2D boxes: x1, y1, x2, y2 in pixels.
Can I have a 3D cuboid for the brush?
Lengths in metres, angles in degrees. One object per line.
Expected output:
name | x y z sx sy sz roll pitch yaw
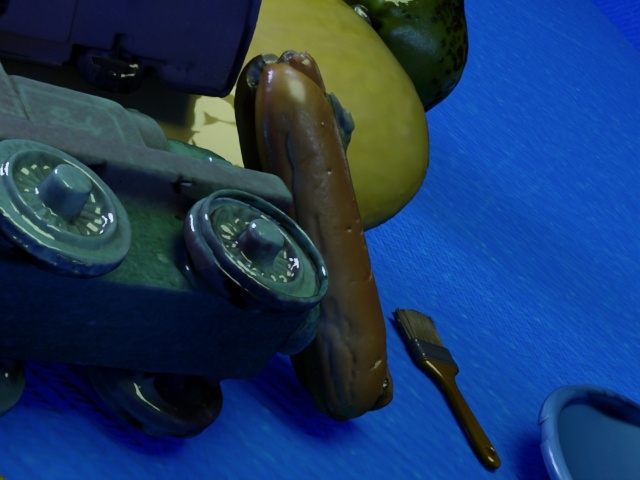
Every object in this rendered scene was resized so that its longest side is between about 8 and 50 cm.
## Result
brush | 0.100 0.113 1.088 0.043 0.014 0.170 19 28 -36

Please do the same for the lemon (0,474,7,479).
lemon | -0.153 0.129 0.592 0.065 0.065 0.092 19 28 -39

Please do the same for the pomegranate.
pomegranate | 0.022 -0.209 1.434 0.204 0.276 0.222 -38 97 -30

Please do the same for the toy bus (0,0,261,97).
toy bus | -0.200 -0.180 0.891 0.317 0.112 0.138 11 34 -18

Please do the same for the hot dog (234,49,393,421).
hot dog | 0.000 0.000 0.905 0.068 0.249 0.100 -16 20 -11

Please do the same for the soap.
soap | -0.116 -0.109 1.023 0.427 0.115 0.306 -5 47 -32

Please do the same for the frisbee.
frisbee | 0.252 0.213 1.075 0.242 0.045 0.242 33 28 -20

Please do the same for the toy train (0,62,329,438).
toy train | -0.139 -0.013 0.772 0.304 0.150 0.221 13 36 -44
